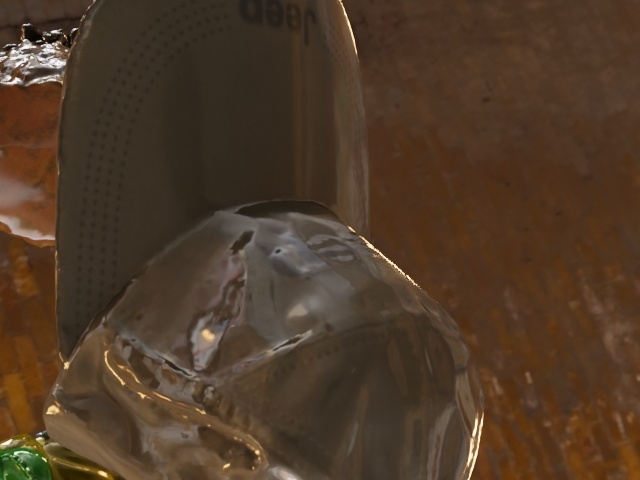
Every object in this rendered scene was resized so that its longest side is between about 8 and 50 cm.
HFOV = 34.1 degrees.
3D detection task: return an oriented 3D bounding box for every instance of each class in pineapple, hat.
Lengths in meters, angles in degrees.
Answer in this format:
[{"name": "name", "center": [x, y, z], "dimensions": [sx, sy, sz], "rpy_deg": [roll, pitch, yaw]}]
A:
[{"name": "pineapple", "center": [-0.222, -0.114, 0.883], "dimensions": [0.158, 0.158, 0.279], "rpy_deg": [35, -163, -26]}, {"name": "hat", "center": [0.000, 0.000, 0.444], "dimensions": [0.214, 0.149, 0.245], "rpy_deg": [-9, -70, -49]}]

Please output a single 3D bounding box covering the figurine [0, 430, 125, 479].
[{"name": "figurine", "center": [-0.150, 0.169, 0.615], "dimensions": [0.115, 0.156, 0.095], "rpy_deg": [42, -115, 13]}]
